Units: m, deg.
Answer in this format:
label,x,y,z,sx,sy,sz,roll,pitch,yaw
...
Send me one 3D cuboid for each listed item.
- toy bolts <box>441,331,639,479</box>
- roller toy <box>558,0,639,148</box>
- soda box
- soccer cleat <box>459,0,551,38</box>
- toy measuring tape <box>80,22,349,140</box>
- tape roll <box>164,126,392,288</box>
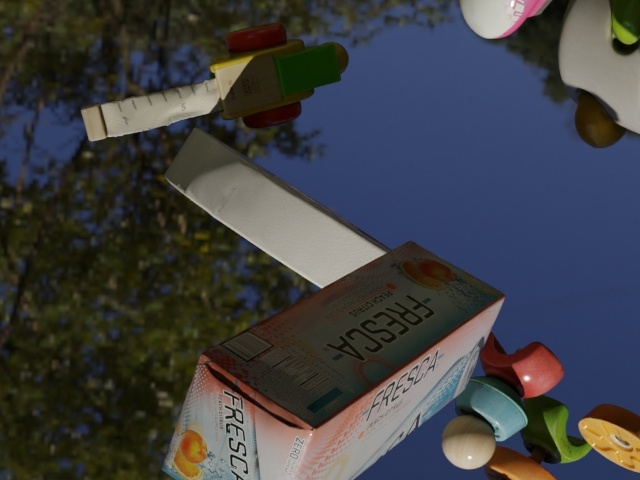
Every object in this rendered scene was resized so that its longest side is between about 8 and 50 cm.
label,x,y,z,sx,sy,sz,roll,pitch,yaw
toy bolts,0.243,0.235,1.506,0.218,0.228,0.158,5,-128,53
roller toy,0.345,-0.206,1.379,0.191,0.209,0.146,-28,-141,-29
soda box,0.012,0.059,0.588,0.058,0.063,0.183,31,-151,21
soccer cleat,0.156,-0.331,1.060,0.143,0.331,0.116,14,-164,-27
toy measuring tape,-0.118,-0.167,1.468,0.330,0.121,0.121,-18,-140,-26
tape roll,0.000,0.000,1.525,0.392,0.072,0.392,33,-178,-1
